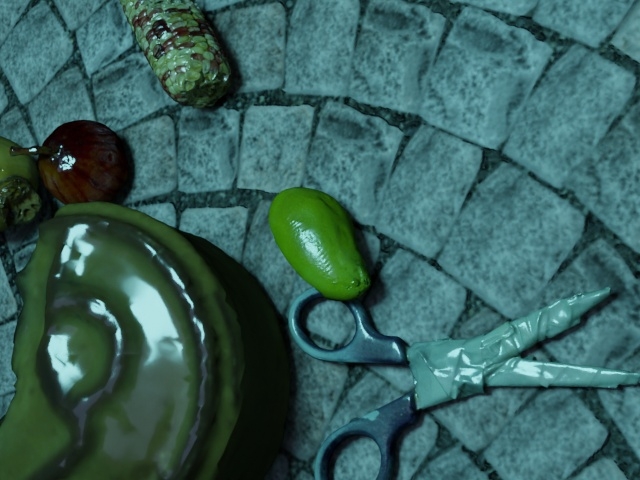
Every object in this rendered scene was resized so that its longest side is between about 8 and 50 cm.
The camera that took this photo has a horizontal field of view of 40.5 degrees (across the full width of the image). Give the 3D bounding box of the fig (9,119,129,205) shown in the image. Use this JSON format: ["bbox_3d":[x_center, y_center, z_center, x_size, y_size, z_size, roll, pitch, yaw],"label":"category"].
[{"bbox_3d":[-0.338,-0.115,1.193,0.128,0.150,0.128,-33,29,22],"label":"fig"}]

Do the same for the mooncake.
[{"bbox_3d":[-0.243,0.164,1.034,0.393,0.246,0.394,-27,73,17],"label":"mooncake"}]

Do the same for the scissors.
[{"bbox_3d":[0.144,0.144,0.939,0.384,0.029,0.256,-15,76,25],"label":"scissors"}]

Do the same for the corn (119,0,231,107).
[{"bbox_3d":[-0.209,-0.302,1.166,0.098,0.098,0.289,-36,66,20],"label":"corn"}]

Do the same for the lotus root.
[{"bbox_3d":[-0.511,-0.092,1.279,0.303,0.131,0.146,24,93,32],"label":"lotus root"}]

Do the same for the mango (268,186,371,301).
[{"bbox_3d":[0.000,0.000,1.003,0.091,0.074,0.165,-35,59,-6],"label":"mango"}]
